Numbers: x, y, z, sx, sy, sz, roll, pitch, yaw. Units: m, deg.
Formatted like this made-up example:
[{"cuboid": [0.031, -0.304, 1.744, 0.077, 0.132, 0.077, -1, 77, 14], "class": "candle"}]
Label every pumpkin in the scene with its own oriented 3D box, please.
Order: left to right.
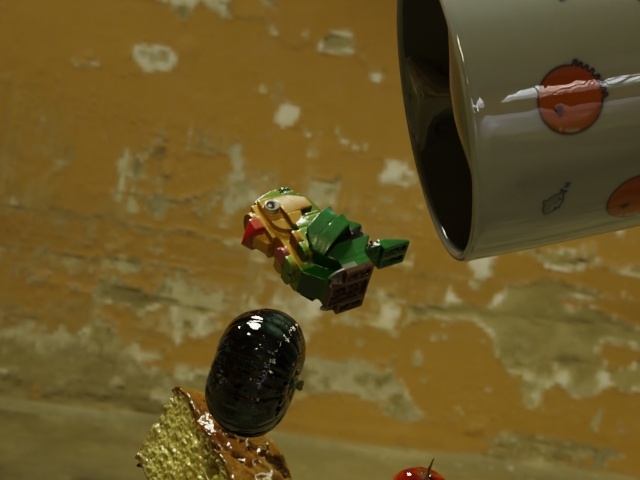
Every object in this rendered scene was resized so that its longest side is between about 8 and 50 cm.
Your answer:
[{"cuboid": [-0.092, 0.199, 1.901, 0.140, 0.202, 0.202, 15, 4, 6], "class": "pumpkin"}]

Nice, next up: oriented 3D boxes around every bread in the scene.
[{"cuboid": [-0.157, 0.409, 2.110, 0.179, 0.194, 0.340, 21, 21, -40], "class": "bread"}]

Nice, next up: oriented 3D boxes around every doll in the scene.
[{"cuboid": [-0.005, 0.005, 1.539, 0.186, 0.106, 0.134, 30, 50, 14], "class": "doll"}]

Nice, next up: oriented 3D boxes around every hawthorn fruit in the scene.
[{"cuboid": [0.161, 0.424, 2.063, 0.125, 0.140, 0.125, 10, -11, 2], "class": "hawthorn fruit"}]

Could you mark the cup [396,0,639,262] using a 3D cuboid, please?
[{"cuboid": [0.229, -0.114, 0.867, 0.317, 0.212, 0.212, -9, 6, -5], "class": "cup"}]
